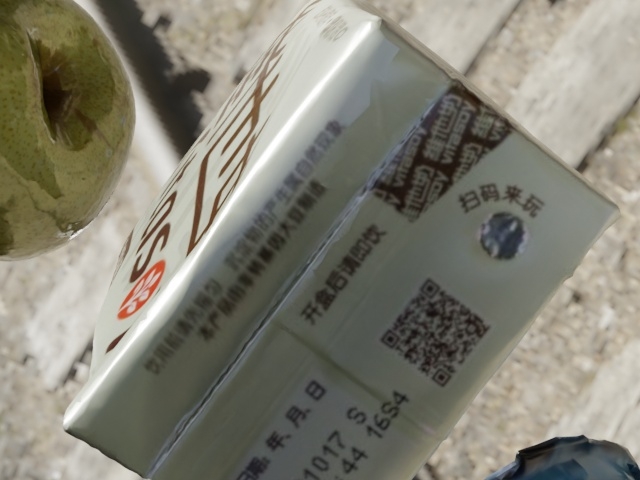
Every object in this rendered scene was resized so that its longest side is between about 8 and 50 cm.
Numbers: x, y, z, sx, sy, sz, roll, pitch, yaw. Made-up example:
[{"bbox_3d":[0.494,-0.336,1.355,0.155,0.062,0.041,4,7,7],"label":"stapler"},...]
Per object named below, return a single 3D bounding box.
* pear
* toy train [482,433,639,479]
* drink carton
[{"bbox_3d":[-0.185,-0.069,0.999,0.136,0.167,0.167,-9,59,34],"label":"pear"},{"bbox_3d":[0.114,0.126,0.448,0.131,0.299,0.202,50,139,35],"label":"toy train"},{"bbox_3d":[0.000,0.000,0.802,0.194,0.132,0.324,-53,8,7],"label":"drink carton"}]
